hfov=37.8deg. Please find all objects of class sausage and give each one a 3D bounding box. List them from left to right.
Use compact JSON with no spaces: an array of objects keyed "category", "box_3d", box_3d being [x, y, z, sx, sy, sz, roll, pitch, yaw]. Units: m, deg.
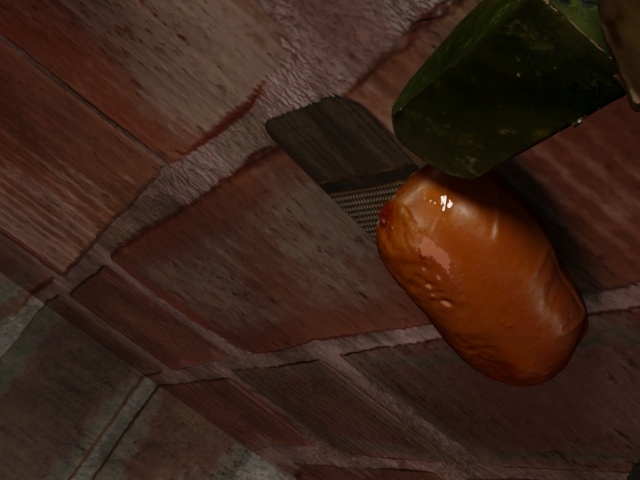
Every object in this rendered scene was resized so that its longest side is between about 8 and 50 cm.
[{"category":"sausage","box_3d":[0.145,0.033,0.804,0.133,0.133,0.258,6,144,47]}]

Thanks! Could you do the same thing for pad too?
[{"category":"pad","box_3d":[0.007,-0.017,0.966,0.250,0.055,0.323,43,138,-23]}]

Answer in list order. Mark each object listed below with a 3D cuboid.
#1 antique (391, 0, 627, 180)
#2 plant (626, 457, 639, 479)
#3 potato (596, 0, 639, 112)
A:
[{"category":"antique","box_3d":[0.123,-0.112,0.602,0.081,0.080,0.221,38,158,-9]},{"category":"plant","box_3d":[0.403,0.283,1.022,0.094,0.092,0.143,50,159,-19]},{"category":"potato","box_3d":[0.193,-0.128,0.390,0.165,0.165,0.262,24,152,20]}]
